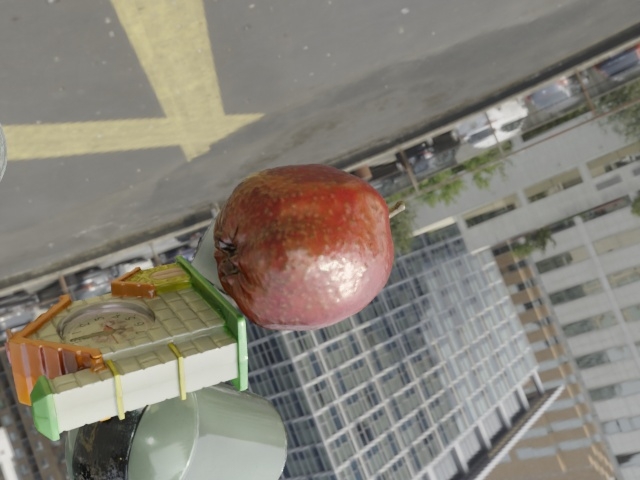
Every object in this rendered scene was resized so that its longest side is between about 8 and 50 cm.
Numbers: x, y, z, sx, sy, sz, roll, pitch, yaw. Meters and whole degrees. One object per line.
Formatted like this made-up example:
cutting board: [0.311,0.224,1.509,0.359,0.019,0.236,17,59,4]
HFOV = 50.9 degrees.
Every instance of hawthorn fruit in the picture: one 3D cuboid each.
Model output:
hawthorn fruit: [0.000,0.000,0.803,0.253,0.205,0.205,-12,172,-27]

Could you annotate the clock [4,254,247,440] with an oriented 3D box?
clock: [-0.252,0.128,0.850,0.255,0.106,0.220,-12,-155,-30]

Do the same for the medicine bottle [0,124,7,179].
medicine bottle: [-0.700,-0.140,1.117,0.306,0.245,0.245,-3,-174,31]

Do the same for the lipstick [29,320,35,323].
lipstick: [-0.700,0.213,1.654,0.037,0.037,0.116,-20,-172,-18]

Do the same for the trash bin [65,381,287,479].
trash bin: [-0.267,0.380,1.283,0.280,0.280,0.432,-23,152,17]

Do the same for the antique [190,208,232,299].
antique: [-0.145,0.016,1.308,0.152,0.148,0.147,-58,175,25]
